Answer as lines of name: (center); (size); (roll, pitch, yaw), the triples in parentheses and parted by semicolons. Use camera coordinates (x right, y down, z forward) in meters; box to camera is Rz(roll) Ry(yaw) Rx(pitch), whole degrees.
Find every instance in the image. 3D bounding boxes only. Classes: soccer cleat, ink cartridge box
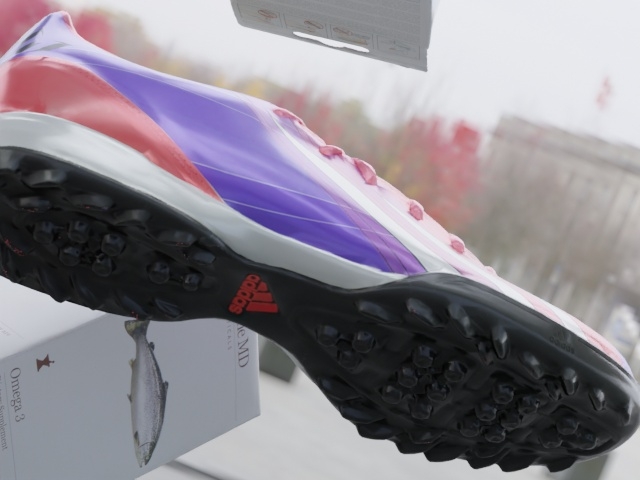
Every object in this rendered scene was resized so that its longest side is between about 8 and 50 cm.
soccer cleat: (0.000, 0.000, 0.813); (0.318, 0.116, 0.108); (22, -42, -10)
ink cartridge box: (0.010, -0.170, 1.261); (0.145, 0.045, 0.179); (14, -8, 6)

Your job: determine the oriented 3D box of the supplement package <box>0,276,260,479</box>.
supplement package: (-0.130, 0.058, 0.932); (0.179, 0.105, 0.105); (-25, 36, -35)
